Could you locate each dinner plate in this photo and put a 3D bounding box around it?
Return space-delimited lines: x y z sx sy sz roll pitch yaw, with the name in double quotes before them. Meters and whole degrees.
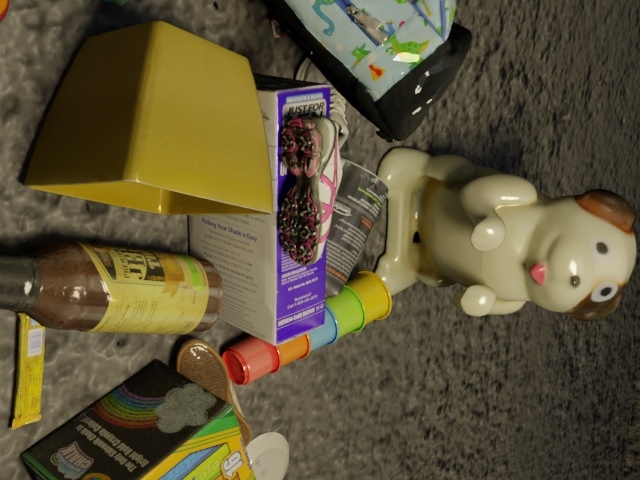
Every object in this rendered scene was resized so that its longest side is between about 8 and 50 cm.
"dinner plate" -0.101 0.398 1.346 0.141 0.017 0.141 -18 115 -43

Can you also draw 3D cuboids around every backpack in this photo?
"backpack" 0.036 -0.334 0.998 0.273 0.356 0.290 -53 -176 22

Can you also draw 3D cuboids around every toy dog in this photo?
"toy dog" 0.346 0.010 1.397 0.396 0.408 0.284 -5 108 -47

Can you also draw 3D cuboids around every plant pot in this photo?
"plant pot" -0.190 -0.137 0.922 0.212 0.212 0.187 12 81 -49

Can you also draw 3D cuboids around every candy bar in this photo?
"candy bar" -0.360 0.157 0.968 0.040 0.018 0.161 -8 109 -50

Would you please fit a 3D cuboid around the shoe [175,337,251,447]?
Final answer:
"shoe" -0.168 0.232 1.186 0.077 0.058 0.219 -27 121 -16

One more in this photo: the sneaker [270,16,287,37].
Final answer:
"sneaker" -0.027 -0.312 1.147 0.118 0.042 0.067 28 78 -41

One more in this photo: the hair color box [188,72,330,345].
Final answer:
"hair color box" -0.087 -0.051 1.067 0.110 0.185 0.338 -19 118 -43

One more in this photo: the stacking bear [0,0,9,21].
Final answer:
"stacking bear" -0.378 -0.151 0.733 0.175 0.164 0.288 29 70 -62

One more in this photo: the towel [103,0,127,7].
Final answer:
"towel" -0.267 -0.470 0.826 0.370 0.040 0.271 45 69 -46

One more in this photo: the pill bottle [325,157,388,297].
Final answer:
"pill bottle" 0.000 0.000 1.223 0.130 0.130 0.245 36 76 -48

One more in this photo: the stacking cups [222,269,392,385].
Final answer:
"stacking cups" -0.018 0.152 1.291 0.316 0.096 0.096 -27 123 -38

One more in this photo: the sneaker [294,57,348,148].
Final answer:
"sneaker" 0.009 -0.189 1.174 0.090 0.115 0.232 30 81 -49

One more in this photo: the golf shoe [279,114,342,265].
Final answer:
"golf shoe" -0.002 -0.060 0.963 0.086 0.068 0.186 -13 113 -47

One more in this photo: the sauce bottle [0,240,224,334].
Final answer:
"sauce bottle" -0.274 0.059 0.956 0.344 0.111 0.111 9 97 -51

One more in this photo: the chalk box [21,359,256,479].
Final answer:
"chalk box" -0.254 0.330 1.027 0.289 0.180 0.179 -35 127 -33
